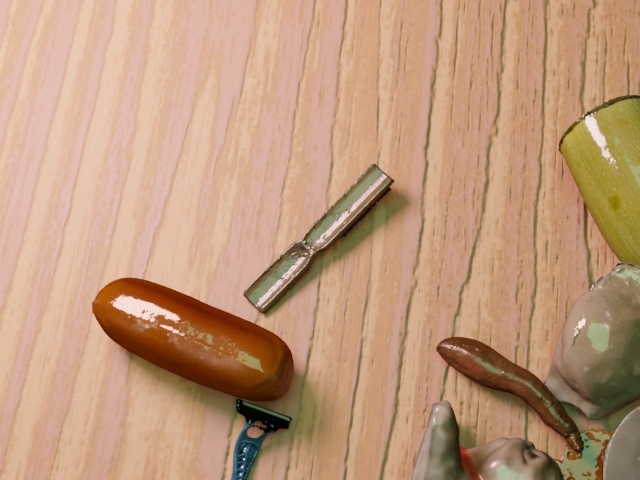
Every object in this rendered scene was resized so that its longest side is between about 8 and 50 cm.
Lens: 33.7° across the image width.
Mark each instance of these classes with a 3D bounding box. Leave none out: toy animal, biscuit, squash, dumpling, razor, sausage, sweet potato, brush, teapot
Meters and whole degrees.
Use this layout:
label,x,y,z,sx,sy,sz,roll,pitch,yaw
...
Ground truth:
label,x,y,z,sx,sy,sz,roll,pitch,yaw
toy animal,0.163,0.317,1.122,0.188,0.308,0.266,22,81,9
biscuit,0.314,0.291,1.256,0.118,0.023,0.140,17,72,16
squash,0.407,-0.046,1.314,0.132,0.132,0.247,-22,68,-2
dumpling,0.352,0.129,1.270,0.136,0.118,0.199,35,105,11
razor,-0.102,0.326,1.284,0.082,0.042,0.253,23,70,-29
sausage,-0.162,0.124,1.332,0.274,0.105,0.105,21,73,15
sweet potato,0.237,0.179,1.288,0.214,0.050,0.050,33,76,21
brush,0.000,0.000,1.400,0.248,0.036,0.043,-46,67,-4
teapot,0.427,0.258,1.197,0.162,0.149,0.239,-20,63,37
